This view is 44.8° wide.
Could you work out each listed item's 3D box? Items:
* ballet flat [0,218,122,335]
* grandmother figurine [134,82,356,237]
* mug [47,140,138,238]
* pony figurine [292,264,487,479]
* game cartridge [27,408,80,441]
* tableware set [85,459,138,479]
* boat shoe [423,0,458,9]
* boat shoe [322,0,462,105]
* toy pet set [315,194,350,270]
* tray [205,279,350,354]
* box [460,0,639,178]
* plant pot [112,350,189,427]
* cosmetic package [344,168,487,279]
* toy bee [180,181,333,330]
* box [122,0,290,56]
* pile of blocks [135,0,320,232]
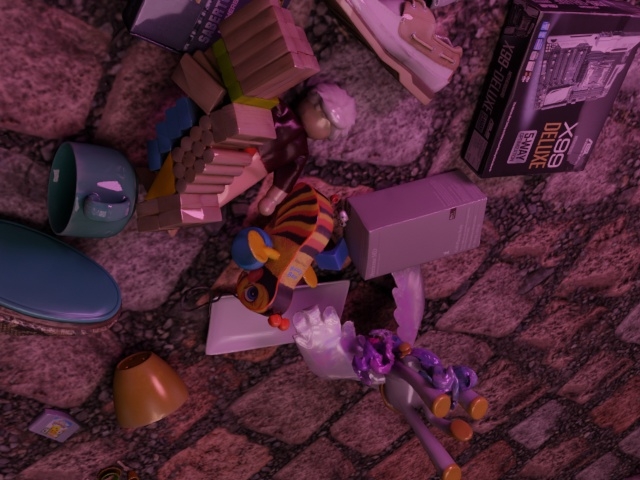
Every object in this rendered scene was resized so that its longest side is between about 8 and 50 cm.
[{"bbox_3d":[-0.519,0.034,1.066,0.482,0.164,0.182,27,133,-35],"label":"ballet flat"},{"bbox_3d":[-0.100,-0.140,1.164,0.342,0.104,0.208,-27,131,-9],"label":"grandmother figurine"},{"bbox_3d":[-0.308,-0.057,1.076,0.097,0.158,0.129,5,139,-36],"label":"mug"},{"bbox_3d":[0.140,0.232,1.454,0.302,0.363,0.351,-28,126,-21],"label":"pony figurine"},{"bbox_3d":[-0.482,0.336,1.415,0.056,0.017,0.083,-44,134,6],"label":"game cartridge"},{"bbox_3d":[-0.444,0.512,1.578,0.154,0.024,0.104,-31,135,-2],"label":"tableware set"},{"bbox_3d":[0.155,-0.419,1.075,0.081,0.079,0.227,-31,138,-8],"label":"boat shoe"},{"bbox_3d":[0.106,-0.313,1.125,0.103,0.113,0.302,-46,144,11],"label":"boat shoe"},{"bbox_3d":[0.000,0.000,1.355,0.122,0.065,0.114,-26,135,-6],"label":"toy pet set"},{"bbox_3d":[-0.082,0.136,1.451,0.270,0.030,0.145,-6,130,-24],"label":"tray"},{"bbox_3d":[0.399,-0.259,1.343,0.242,0.076,0.308,-5,129,-25],"label":"box"},{"bbox_3d":[-0.312,0.252,1.372,0.134,0.134,0.095,-22,106,-10],"label":"plant pot"},{"bbox_3d":[0.166,-0.030,1.395,0.237,0.107,0.127,-19,136,-18],"label":"cosmetic package"},{"bbox_3d":[-0.071,0.061,1.271,0.195,0.162,0.298,1,130,-45],"label":"toy bee"},{"bbox_3d":[-0.124,-0.344,1.001,0.183,0.059,0.233,16,118,-36],"label":"box"},{"bbox_3d":[-0.130,-0.159,1.046,0.362,0.149,0.112,-51,158,22],"label":"pile of blocks"}]
